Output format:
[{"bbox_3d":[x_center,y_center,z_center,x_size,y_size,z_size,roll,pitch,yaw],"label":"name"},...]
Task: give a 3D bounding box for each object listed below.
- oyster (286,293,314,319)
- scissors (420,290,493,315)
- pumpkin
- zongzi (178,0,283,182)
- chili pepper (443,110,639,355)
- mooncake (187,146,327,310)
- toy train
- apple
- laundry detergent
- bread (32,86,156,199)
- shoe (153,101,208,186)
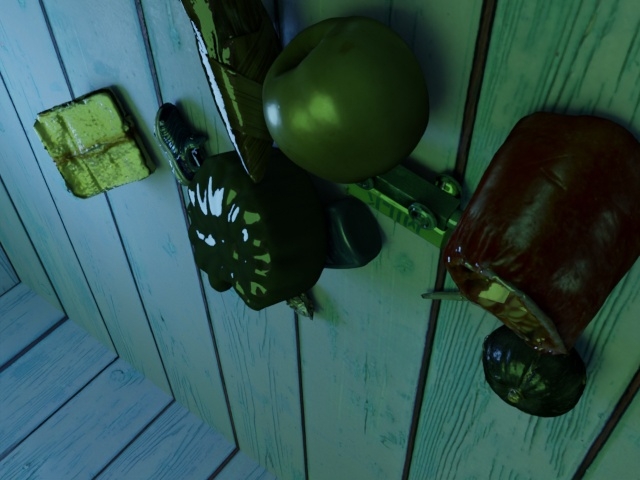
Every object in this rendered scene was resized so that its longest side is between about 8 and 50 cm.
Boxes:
[{"bbox_3d":[-0.059,0.141,1.674,0.108,0.053,0.166,37,158,48],"label":"oyster"},{"bbox_3d":[0.283,0.109,1.284,0.212,0.021,0.110,-3,126,49],"label":"scissors"},{"bbox_3d":[0.385,0.234,1.190,0.190,0.146,0.190,54,166,20],"label":"pumpkin"},{"bbox_3d":[-0.140,-0.275,1.058,0.134,0.289,0.286,-9,146,14],"label":"zongzi"},{"bbox_3d":[0.302,0.000,0.901,0.229,0.305,0.251,18,148,45],"label":"chili pepper"},{"bbox_3d":[-0.145,-0.029,1.378,0.351,0.187,0.352,25,121,52],"label":"mooncake"},{"bbox_3d":[0.147,-0.079,1.181,0.253,0.105,0.157,33,159,19],"label":"toy train"},{"bbox_3d":[0.038,-0.212,1.011,0.262,0.262,0.263,29,143,25],"label":"apple"},{"bbox_3d":[0.000,0.000,1.418,0.289,0.094,0.143,-14,111,53],"label":"laundry detergent"},{"bbox_3d":[-0.595,-0.255,1.740,0.236,0.198,0.264,-1,123,41],"label":"bread"},{"bbox_3d":[-0.317,-0.231,1.552,0.106,0.091,0.207,-13,113,28],"label":"shoe"}]
